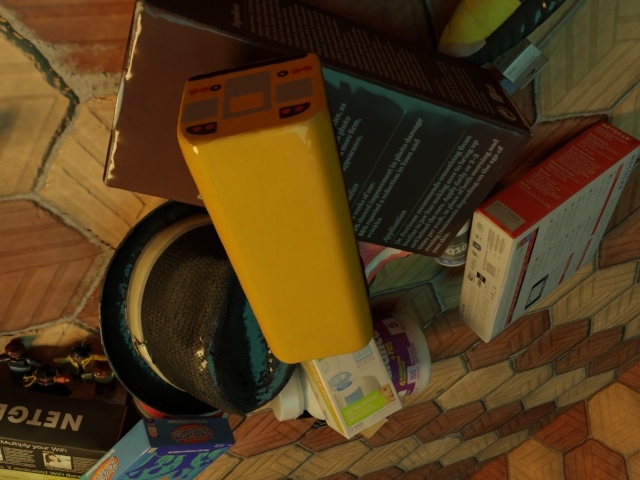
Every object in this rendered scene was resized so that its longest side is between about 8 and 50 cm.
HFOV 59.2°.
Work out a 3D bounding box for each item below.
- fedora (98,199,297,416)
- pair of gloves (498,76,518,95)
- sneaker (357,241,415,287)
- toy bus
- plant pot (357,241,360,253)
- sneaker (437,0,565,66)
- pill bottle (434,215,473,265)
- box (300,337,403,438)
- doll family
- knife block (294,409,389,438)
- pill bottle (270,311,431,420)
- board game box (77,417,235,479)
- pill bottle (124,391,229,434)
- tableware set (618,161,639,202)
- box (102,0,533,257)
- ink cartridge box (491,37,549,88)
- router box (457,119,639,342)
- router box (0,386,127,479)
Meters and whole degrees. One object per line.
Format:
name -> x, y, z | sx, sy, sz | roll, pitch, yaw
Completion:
fedora -> -0.118, 0.105, 0.743 | 0.334, 0.153, 0.333 | -14, 113, -35
pair of gloves -> 0.192, -0.171, 0.774 | 0.198, 0.023, 0.159 | -10, 150, -38
sneaker -> 0.052, -0.009, 0.874 | 0.314, 0.115, 0.136 | -38, 117, 21
toy bus -> -0.019, 0.001, 0.515 | 0.108, 0.130, 0.332 | -12, 135, 3
plant pot -> 0.000, 0.000, 0.791 | 0.083, 0.082, 0.081 | -30, 116, -57
sneaker -> 0.234, -0.342, 0.558 | 0.147, 0.145, 0.384 | 35, 132, -6
pill bottle -> 0.218, -0.022, 0.948 | 0.078, 0.078, 0.137 | -26, 143, 0
box -> 0.035, 0.210, 0.958 | 0.114, 0.203, 0.103 | -24, -178, -19
doll family -> -0.402, 0.200, 0.866 | 0.193, 0.076, 0.111 | -5, 143, -20
knife block -> 0.048, 0.312, 1.265 | 0.088, 0.242, 0.275 | -58, 177, 36
pill bottle -> 0.048, 0.250, 1.101 | 0.302, 0.169, 0.169 | -12, 141, -18
board game box -> -0.253, 0.339, 0.834 | 0.210, 0.047, 0.160 | -44, 144, 20
pill bottle -> -0.250, 0.296, 0.981 | 0.177, 0.176, 0.318 | -2, 137, -28
tableware set -> 0.551, -0.091, 1.100 | 0.104, 0.024, 0.154 | -2, 138, -27
box -> -0.007, -0.121, 0.584 | 0.382, 0.143, 0.191 | 12, 131, -21
ink cartridge box -> 0.239, -0.233, 0.702 | 0.028, 0.083, 0.048 | 16, 126, -41
router box -> 0.394, -0.002, 1.007 | 0.301, 0.082, 0.335 | -33, 145, -17
router box -> -0.470, 0.326, 0.882 | 0.309, 0.081, 0.242 | 12, 134, -10
